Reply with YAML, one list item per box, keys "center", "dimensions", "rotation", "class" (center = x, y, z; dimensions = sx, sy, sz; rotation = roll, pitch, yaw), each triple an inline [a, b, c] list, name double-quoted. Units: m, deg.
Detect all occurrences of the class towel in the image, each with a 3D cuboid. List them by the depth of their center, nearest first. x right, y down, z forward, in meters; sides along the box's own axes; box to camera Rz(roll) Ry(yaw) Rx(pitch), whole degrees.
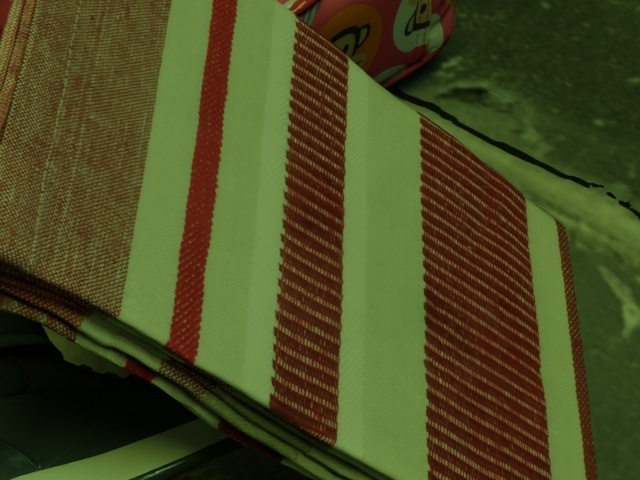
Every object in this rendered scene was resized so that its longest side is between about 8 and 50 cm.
- center: [0.000, 0.000, 0.625]
  dimensions: [0.329, 0.037, 0.237]
  rotation: [34, 39, -29]
  class: "towel"

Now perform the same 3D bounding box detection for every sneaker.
- center: [-0.098, 0.064, 0.631]
  dimensions: [0.226, 0.086, 0.163]
  rotation: [-10, 44, -33]
  class: "sneaker"

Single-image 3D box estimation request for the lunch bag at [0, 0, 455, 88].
- center: [-0.089, -0.160, 0.799]
  dimensions: [0.293, 0.120, 0.258]
  rotation: [-34, 60, -30]
  class: "lunch bag"
